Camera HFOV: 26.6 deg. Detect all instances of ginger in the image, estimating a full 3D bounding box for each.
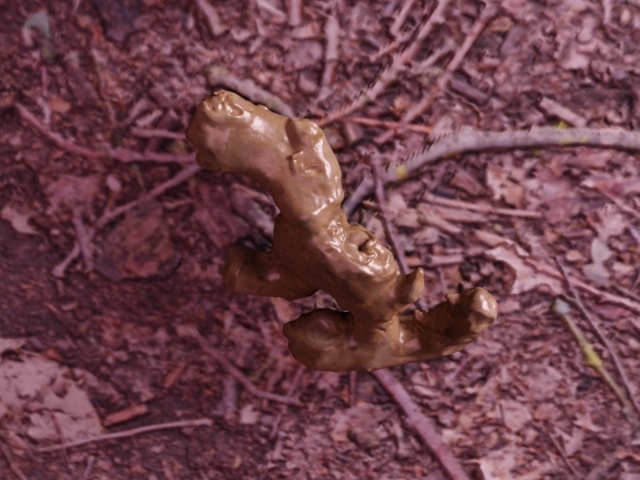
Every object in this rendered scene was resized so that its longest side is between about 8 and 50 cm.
[{"bbox_3d":[-0.009,0.010,0.930,0.259,0.065,0.149,41,121,-20],"label":"ginger"}]
